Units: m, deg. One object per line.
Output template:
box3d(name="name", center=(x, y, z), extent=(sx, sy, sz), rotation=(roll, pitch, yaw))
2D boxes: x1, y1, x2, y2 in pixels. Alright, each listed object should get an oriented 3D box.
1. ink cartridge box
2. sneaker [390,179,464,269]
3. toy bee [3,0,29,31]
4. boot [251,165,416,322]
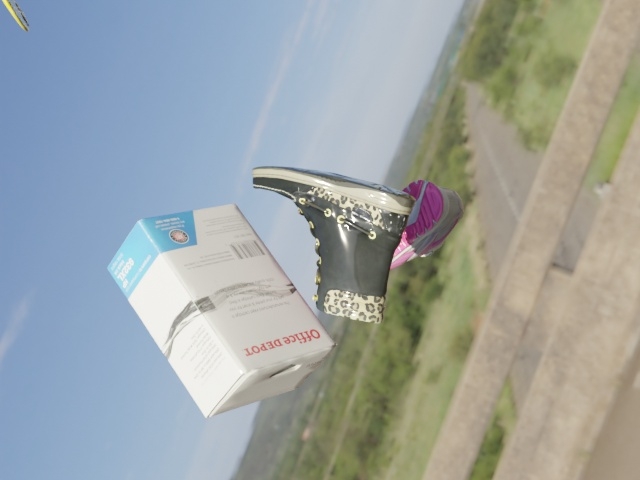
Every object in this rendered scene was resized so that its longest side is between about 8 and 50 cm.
box3d(name="ink cartridge box", center=(-0.157, 0.105, 1.952), extent=(0.223, 0.307, 0.129), rotation=(-11, -32, -50))
box3d(name="sneaker", center=(0.132, -0.006, 1.937), extent=(0.252, 0.111, 0.103), rotation=(-32, 67, 40))
box3d(name="toy bee", center=(-0.335, -0.265, 1.101), extent=(0.162, 0.298, 0.195), rotation=(-10, -93, -65))
box3d(name="boot", center=(0.000, 0.000, 1.614), extent=(0.085, 0.236, 0.179), rotation=(-5, -73, -63))
